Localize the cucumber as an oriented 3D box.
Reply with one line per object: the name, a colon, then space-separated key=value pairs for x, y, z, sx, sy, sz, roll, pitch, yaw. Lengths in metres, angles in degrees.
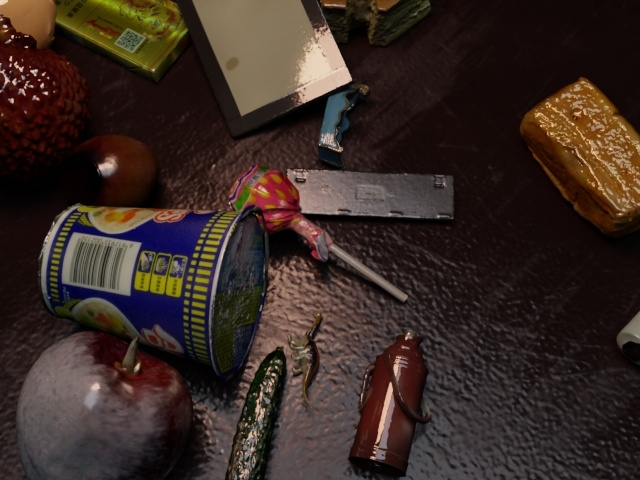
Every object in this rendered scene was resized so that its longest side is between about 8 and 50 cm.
cucumber: x=-0.105 y=0.303 z=1.242 sx=0.067 sy=0.067 sz=0.293 roll=9 pitch=64 yaw=4

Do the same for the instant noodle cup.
instant noodle cup: x=-0.270 y=0.060 z=1.265 sx=0.312 sy=0.284 sz=0.284 roll=9 pitch=64 yaw=12

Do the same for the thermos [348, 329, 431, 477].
thermos: x=0.115 y=0.253 z=1.256 sx=0.124 sy=0.099 sz=0.232 roll=-7 pitch=55 yaw=39

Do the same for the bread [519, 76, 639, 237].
bread: x=0.513 y=-0.152 z=1.432 sx=0.167 sy=0.132 sz=0.294 roll=-28 pitch=69 yaw=-13

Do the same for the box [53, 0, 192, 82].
box: x=-0.420 y=-0.460 z=1.617 sx=0.311 sy=0.043 sz=0.173 roll=27 pitch=67 yaw=12

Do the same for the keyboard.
keyboard: x=0.091 y=-0.087 z=1.453 sx=0.317 sy=0.027 sz=0.106 roll=3 pitch=68 yaw=1

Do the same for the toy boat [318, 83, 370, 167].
toy boat: x=0.046 y=-0.228 z=1.493 sx=0.077 sy=0.075 sz=0.185 roll=8 pitch=59 yaw=6

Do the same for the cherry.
cherry: x=-0.322 y=0.265 z=1.157 sx=0.255 sy=0.218 sz=0.296 roll=25 pitch=97 yaw=-11

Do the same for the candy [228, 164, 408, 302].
candy: x=0.000 y=0.000 z=1.370 sx=0.365 sy=0.124 sz=0.124 roll=36 pitch=68 yaw=0

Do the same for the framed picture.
framed picture: x=-0.117 y=-0.404 z=1.530 sx=0.265 sy=0.016 sz=0.347 roll=-25 pitch=79 yaw=7

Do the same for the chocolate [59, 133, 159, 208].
chocolate: x=-0.369 y=-0.113 z=1.397 sx=0.177 sy=0.177 sz=0.176 roll=0 pitch=64 yaw=-1

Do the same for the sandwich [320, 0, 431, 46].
sandwich: x=0.116 y=-0.479 z=1.590 sx=0.236 sy=0.122 sz=0.128 roll=2 pitch=62 yaw=0

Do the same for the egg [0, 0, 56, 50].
egg: x=-0.630 y=-0.419 z=1.508 sx=0.201 sy=0.201 sz=0.244 roll=31 pitch=76 yaw=13

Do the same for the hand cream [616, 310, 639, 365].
hand cream: x=0.643 y=0.110 z=1.354 sx=0.321 sy=0.067 sz=0.109 roll=-32 pitch=67 yaw=-20

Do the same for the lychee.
lychee: x=-0.543 y=-0.246 z=1.379 sx=0.264 sy=0.264 sz=0.300 roll=-1 pitch=108 yaw=-1

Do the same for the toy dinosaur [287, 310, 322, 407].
toy dinosaur: x=-0.030 y=0.197 z=1.308 sx=0.058 sy=0.037 sz=0.180 roll=1 pitch=63 yaw=5
